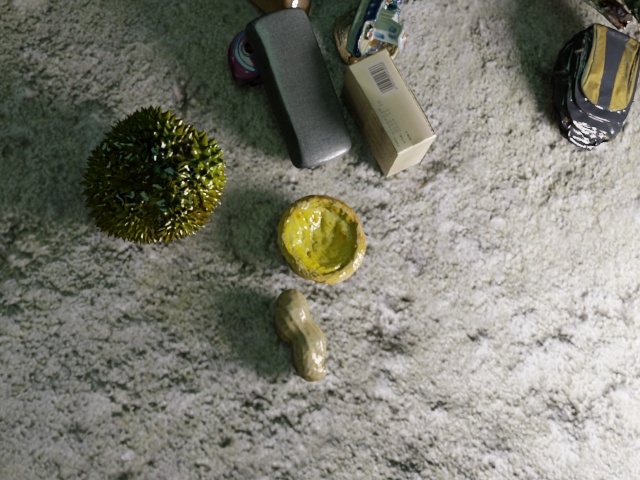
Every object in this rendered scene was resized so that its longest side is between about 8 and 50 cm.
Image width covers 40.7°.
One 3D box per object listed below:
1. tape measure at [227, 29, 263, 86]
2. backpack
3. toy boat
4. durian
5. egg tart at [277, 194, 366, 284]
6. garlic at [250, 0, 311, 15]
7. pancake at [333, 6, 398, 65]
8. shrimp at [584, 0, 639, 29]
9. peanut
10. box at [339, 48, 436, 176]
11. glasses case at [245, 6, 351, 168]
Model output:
[{"bbox_3d":[-0.136,-0.382,1.816,0.118,0.074,0.125,4,79,-15],"label":"tape measure"},{"bbox_3d":[0.602,-0.330,1.908,0.206,0.133,0.258,15,79,-14],"label":"backpack"},{"bbox_3d":[0.145,-0.483,1.835,0.115,0.114,0.262,16,64,13],"label":"toy boat"},{"bbox_3d":[-0.310,-0.126,1.650,0.291,0.224,0.291,3,100,17],"label":"durian"},{"bbox_3d":[0.000,0.000,1.735,0.191,0.074,0.191,3,74,-9],"label":"egg tart"},{"bbox_3d":[-0.122,-0.559,1.849,0.245,0.145,0.164,36,103,3],"label":"garlic"},{"bbox_3d":[0.101,-0.445,1.898,0.158,0.028,0.158,2,74,-6],"label":"pancake"},{"bbox_3d":[0.694,-0.521,1.916,0.272,0.085,0.445,-11,56,-34],"label":"shrimp"},{"bbox_3d":[-0.038,0.185,1.679,0.082,0.082,0.187,-25,82,-15],"label":"peanut"},{"bbox_3d":[0.134,-0.258,1.779,0.095,0.168,0.212,-27,81,-12],"label":"box"},{"bbox_3d":[-0.043,-0.312,1.768,0.131,0.074,0.323,-23,98,-23],"label":"glasses case"}]
